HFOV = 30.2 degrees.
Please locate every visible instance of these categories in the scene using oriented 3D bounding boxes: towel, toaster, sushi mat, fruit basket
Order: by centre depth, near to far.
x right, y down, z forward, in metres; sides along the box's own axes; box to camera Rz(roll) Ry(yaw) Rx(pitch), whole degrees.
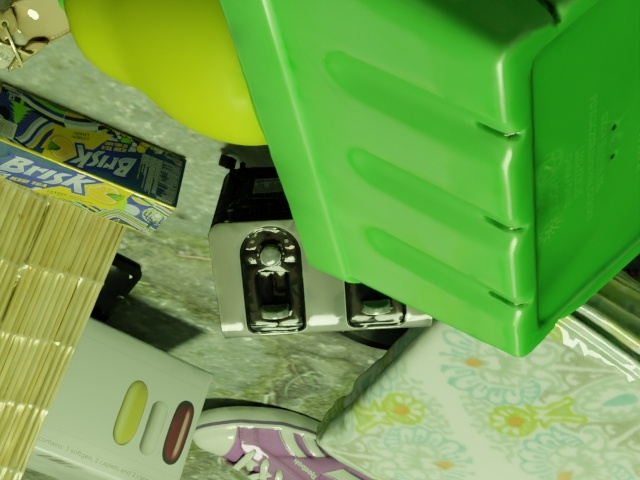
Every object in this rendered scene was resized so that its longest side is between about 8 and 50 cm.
[{"bbox_3d":[0.030,-0.142,0.710,0.392,0.283,0.392,46,165,16],"label":"fruit basket"},{"bbox_3d":[0.000,0.000,0.944,0.168,0.186,0.110,-3,109,1],"label":"toaster"},{"bbox_3d":[-0.292,0.075,1.068,0.151,0.317,0.019,21,-171,-19],"label":"sushi mat"},{"bbox_3d":[0.212,0.171,1.107,0.320,0.090,0.374,33,134,-5],"label":"towel"}]

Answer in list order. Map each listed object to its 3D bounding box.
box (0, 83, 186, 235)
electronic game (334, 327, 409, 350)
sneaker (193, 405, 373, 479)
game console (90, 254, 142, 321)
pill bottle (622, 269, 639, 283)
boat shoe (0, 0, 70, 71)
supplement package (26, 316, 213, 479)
[{"bbox_3d":[-0.204,-0.066,1.000,0.168,0.054,0.059,23,145,-23],"label":"box"},{"bbox_3d":[0.093,0.037,1.111,0.229,0.048,0.229,0,144,0],"label":"electronic game"},{"bbox_3d":[-0.034,0.306,1.468,0.282,0.161,0.102,18,149,-14],"label":"sneaker"},{"bbox_3d":[-0.261,0.027,1.202,0.122,0.071,0.107,29,112,-32],"label":"game console"},{"bbox_3d":[0.296,0.049,1.093,0.083,0.043,0.043,3,148,6],"label":"pill bottle"},{"bbox_3d":[-0.231,-0.150,0.864,0.170,0.059,0.063,-11,144,28],"label":"boat shoe"},{"bbox_3d":[-0.287,0.162,1.259,0.261,0.145,0.204,29,157,-33],"label":"supplement package"}]
